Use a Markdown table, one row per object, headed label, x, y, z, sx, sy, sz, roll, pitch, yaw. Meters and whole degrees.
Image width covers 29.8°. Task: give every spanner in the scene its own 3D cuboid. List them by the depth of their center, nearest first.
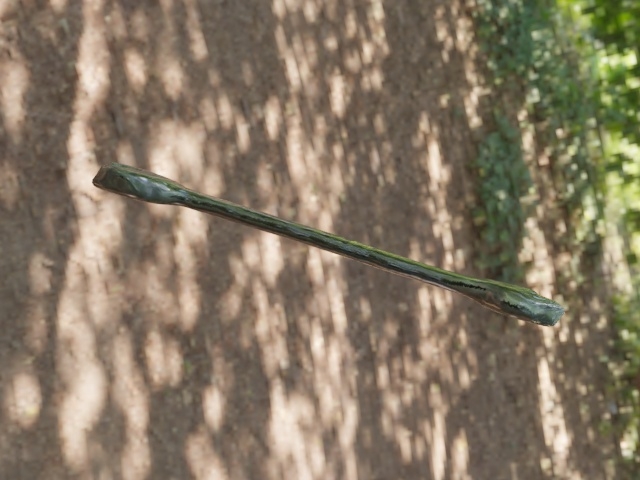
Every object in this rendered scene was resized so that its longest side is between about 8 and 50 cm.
| label | x | y | z | sx | sy | sz | roll | pitch | yaw |
| --- | --- | --- | --- | --- | --- | --- | --- | --- | --- |
| spanner | 0.000 | 0.000 | 0.615 | 0.054 | 0.255 | 0.015 | -2 | 109 | -79 |
